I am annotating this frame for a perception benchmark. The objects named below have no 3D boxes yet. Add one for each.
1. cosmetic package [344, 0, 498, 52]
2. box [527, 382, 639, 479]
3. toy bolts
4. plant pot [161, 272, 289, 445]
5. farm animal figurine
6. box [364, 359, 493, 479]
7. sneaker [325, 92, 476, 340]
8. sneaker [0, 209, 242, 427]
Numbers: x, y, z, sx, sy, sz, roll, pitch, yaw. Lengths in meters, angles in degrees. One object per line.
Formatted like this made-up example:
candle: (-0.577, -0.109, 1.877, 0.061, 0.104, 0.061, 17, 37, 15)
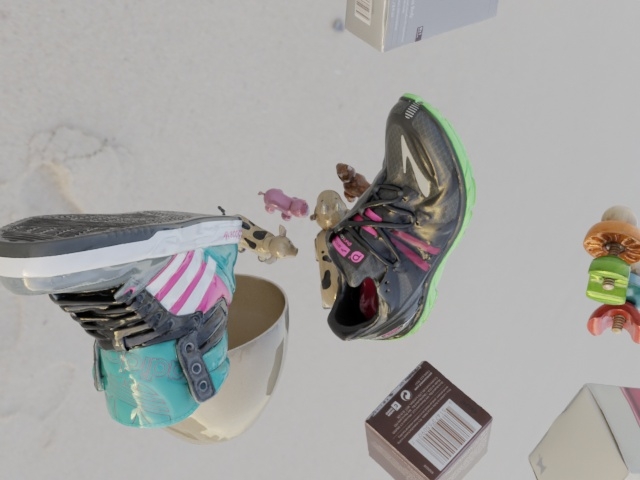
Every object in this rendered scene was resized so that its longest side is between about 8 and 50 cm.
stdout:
cosmetic package: (0.158, -0.380, 1.479, 0.238, 0.107, 0.127, -22, 135, -27)
box: (0.389, 0.265, 1.147, 0.233, 0.126, 0.148, 8, 130, -21)
toy bolts: (0.545, 0.058, 1.661, 0.228, 0.218, 0.158, 78, 29, -57)
plant pot: (-0.176, 0.196, 1.502, 0.284, 0.284, 0.190, -32, 122, -44)
farm animal figurine: (0.000, 0.000, 1.913, 0.330, 0.326, 0.172, -26, 165, -5)
box: (0.198, 0.362, 1.820, 0.168, 0.167, 0.203, -43, 156, -18)
sneaker: (0.121, -0.012, 1.672, 0.202, 0.185, 0.482, -14, 127, -35)
sneaker: (-0.157, 0.068, 0.799, 0.295, 0.124, 0.178, -7, 101, -67)
